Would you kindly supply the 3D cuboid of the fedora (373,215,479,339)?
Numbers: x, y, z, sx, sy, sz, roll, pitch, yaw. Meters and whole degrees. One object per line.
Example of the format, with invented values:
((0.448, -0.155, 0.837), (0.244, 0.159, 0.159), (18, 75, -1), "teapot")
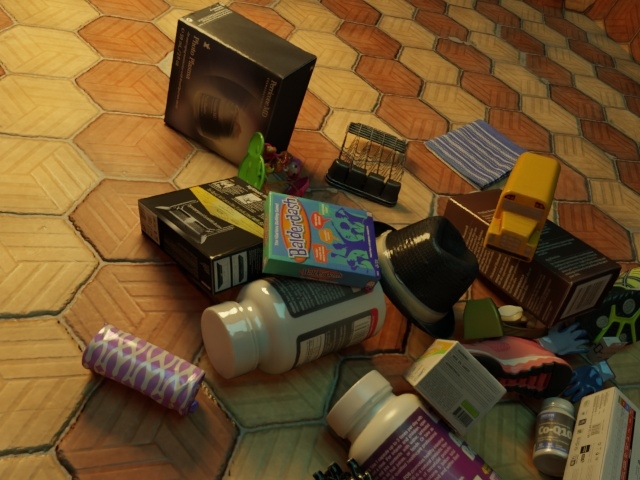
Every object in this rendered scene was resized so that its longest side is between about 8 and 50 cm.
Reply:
((0.238, 0.048, 1.193), (0.334, 0.153, 0.334), (41, 26, -25), "fedora")

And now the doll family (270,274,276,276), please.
((-0.084, 0.028, 1.227), (0.111, 0.076, 0.193), (-26, 59, -34), "doll family")

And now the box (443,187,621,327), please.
((0.484, 0.026, 1.359), (0.191, 0.143, 0.381), (-11, 40, -30), "box")

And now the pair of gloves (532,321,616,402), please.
((0.576, 0.275, 1.276), (0.160, 0.023, 0.198), (-16, 67, -24), "pair of gloves")

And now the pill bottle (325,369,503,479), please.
((0.155, 0.365, 0.929), (0.301, 0.169, 0.169), (44, 47, 19), "pill bottle")

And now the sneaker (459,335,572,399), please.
((0.358, 0.259, 1.187), (0.314, 0.115, 0.136), (7, 22, -12), "sneaker")

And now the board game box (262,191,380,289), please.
((0.000, 0.000, 1.041), (0.211, 0.047, 0.160), (10, 50, -17), "board game box")

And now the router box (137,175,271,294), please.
((-0.192, -0.026, 1.149), (0.243, 0.080, 0.309), (-19, 35, -35), "router box")

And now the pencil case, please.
((-0.296, 0.217, 0.941), (0.206, 0.088, 0.086), (26, 36, 4), "pencil case")

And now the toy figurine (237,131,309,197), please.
((-0.099, -0.162, 1.363), (0.159, 0.173, 0.130), (5, 8, -35), "toy figurine")

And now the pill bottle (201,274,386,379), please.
((-0.049, 0.144, 1.052), (0.319, 0.176, 0.176), (-14, 55, -33), "pill bottle")

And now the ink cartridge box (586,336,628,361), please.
((0.670, 0.250, 1.319), (0.048, 0.083, 0.028), (3, 47, -21), "ink cartridge box")

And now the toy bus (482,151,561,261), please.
((0.461, -0.081, 1.271), (0.108, 0.130, 0.332), (21, 34, 17), "toy bus")

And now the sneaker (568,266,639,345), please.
((0.773, 0.161, 1.439), (0.385, 0.145, 0.147), (-14, 14, -21), "sneaker")

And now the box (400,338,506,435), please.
((0.225, 0.249, 0.993), (0.103, 0.203, 0.114), (-44, 82, -5), "box")

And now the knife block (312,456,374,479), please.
((0.057, 0.485, 0.848), (0.088, 0.242, 0.275), (-9, 97, -28), "knife block")

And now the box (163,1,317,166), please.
((-0.207, -0.374, 1.403), (0.294, 0.296, 0.182), (31, 43, 8), "box")

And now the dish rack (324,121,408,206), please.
((0.140, -0.228, 1.575), (0.209, 0.074, 0.271), (22, 42, -4), "dish rack")

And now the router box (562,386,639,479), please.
((0.571, 0.486, 0.995), (0.301, 0.082, 0.335), (45, 45, -1), "router box")

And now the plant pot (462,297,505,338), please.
((0.350, 0.167, 1.218), (0.081, 0.082, 0.083), (14, 69, -68), "plant pot")

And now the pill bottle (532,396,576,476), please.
((0.463, 0.383, 1.107), (0.078, 0.078, 0.137), (27, 43, 4), "pill bottle")

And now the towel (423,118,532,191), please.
((0.516, -0.288, 1.813), (0.336, 0.040, 0.243), (-27, 61, -39), "towel")

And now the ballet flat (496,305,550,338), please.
((0.467, 0.185, 1.305), (0.233, 0.073, 0.080), (2, 46, -22), "ballet flat")
